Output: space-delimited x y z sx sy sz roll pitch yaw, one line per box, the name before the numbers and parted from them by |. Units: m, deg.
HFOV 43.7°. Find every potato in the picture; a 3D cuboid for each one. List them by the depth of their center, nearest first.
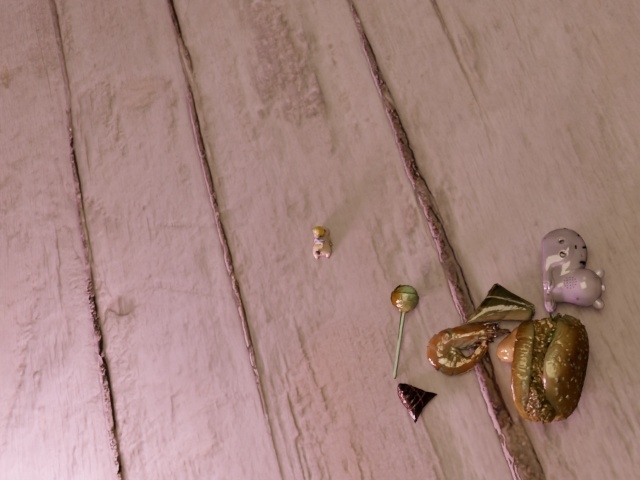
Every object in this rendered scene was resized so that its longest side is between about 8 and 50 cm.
potato | 0.393 0.209 1.602 0.068 0.062 0.083 7 71 59

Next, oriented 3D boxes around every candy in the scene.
candy | 0.170 0.194 1.704 0.061 0.061 0.202 6 80 22

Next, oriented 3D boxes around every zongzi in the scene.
zongzi | 0.370 0.153 1.625 0.104 0.052 0.113 29 61 32
zongzi | 0.190 0.335 1.635 0.083 0.067 0.073 18 69 7

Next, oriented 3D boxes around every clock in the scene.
clock | 0.510 0.056 1.609 0.117 0.080 0.176 -5 69 19

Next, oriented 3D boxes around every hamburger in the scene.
hamburger | 0.435 0.249 1.499 0.122 0.189 0.215 2 59 28

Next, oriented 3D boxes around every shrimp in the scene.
shrimp | 0.306 0.217 1.643 0.180 0.041 0.099 -21 65 11

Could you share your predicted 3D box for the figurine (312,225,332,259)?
figurine | 0.000 0.000 1.833 0.047 0.050 0.083 -9 68 11
